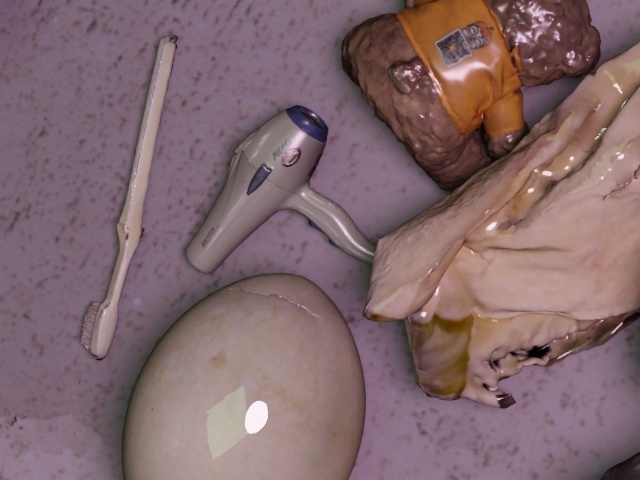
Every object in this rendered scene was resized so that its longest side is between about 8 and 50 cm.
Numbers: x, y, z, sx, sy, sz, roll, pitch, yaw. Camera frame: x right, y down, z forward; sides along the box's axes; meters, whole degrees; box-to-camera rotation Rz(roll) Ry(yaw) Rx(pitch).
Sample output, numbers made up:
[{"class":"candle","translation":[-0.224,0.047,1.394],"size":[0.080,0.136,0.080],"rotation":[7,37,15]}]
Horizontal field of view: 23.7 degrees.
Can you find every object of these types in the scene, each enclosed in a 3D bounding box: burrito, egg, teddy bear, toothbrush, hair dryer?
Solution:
[{"class":"burrito","translation":[0.189,-0.016,1.173],"size":[0.332,0.190,0.135],"rotation":[-35,47,10]},{"class":"egg","translation":[-0.060,0.146,1.216],"size":[0.187,0.186,0.253],"rotation":[22,89,17]},{"class":"teddy bear","translation":[0.122,-0.150,1.214],"size":[0.190,0.140,0.177],"rotation":[-33,74,4]},{"class":"toothbrush","translation":[-0.164,-0.038,1.346],"size":[0.028,0.026,0.294],"rotation":[17,92,33]},{"class":"hair dryer","translation":[-0.020,0.005,1.297],"size":[0.167,0.067,0.199],"rotation":[-36,91,21]}]

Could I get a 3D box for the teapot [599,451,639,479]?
[{"class":"teapot","translation":[0.345,0.283,1.010],"size":[0.344,0.300,0.253],"rotation":[2,122,25]}]
